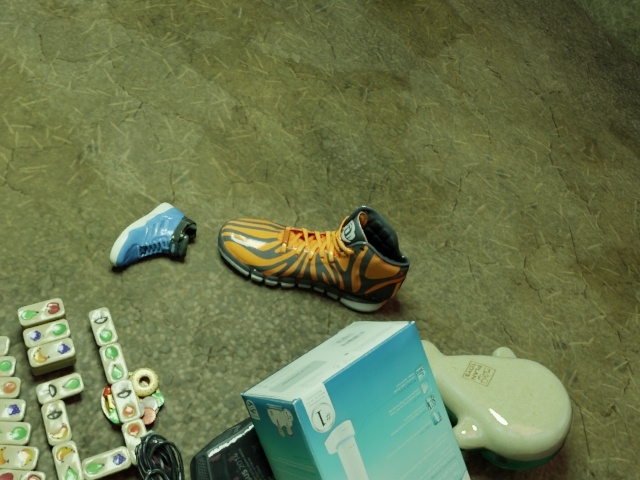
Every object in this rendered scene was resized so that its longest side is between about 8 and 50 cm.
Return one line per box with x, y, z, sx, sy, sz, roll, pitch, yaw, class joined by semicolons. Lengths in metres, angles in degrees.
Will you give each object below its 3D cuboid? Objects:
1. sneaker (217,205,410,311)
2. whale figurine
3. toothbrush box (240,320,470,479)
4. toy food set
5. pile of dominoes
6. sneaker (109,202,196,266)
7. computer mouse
0.000;0.000;1.084;0.321;0.180;0.124;16;51;-12;sneaker
0.260;0.264;1.060;0.272;0.141;0.216;20;45;23;whale figurine
0.061;0.282;0.857;0.216;0.126;0.295;-28;100;-36;toothbrush box
-0.261;0.221;0.911;0.083;0.020;0.082;-7;59;-29;toy food set
-0.349;0.199;0.858;0.196;0.040;0.251;-15;62;-23;pile of dominoes
-0.259;0.004;1.047;0.085;0.058;0.152;30;42;11;sneaker
-0.101;0.299;0.888;0.272;0.072;0.188;-22;84;-28;computer mouse
